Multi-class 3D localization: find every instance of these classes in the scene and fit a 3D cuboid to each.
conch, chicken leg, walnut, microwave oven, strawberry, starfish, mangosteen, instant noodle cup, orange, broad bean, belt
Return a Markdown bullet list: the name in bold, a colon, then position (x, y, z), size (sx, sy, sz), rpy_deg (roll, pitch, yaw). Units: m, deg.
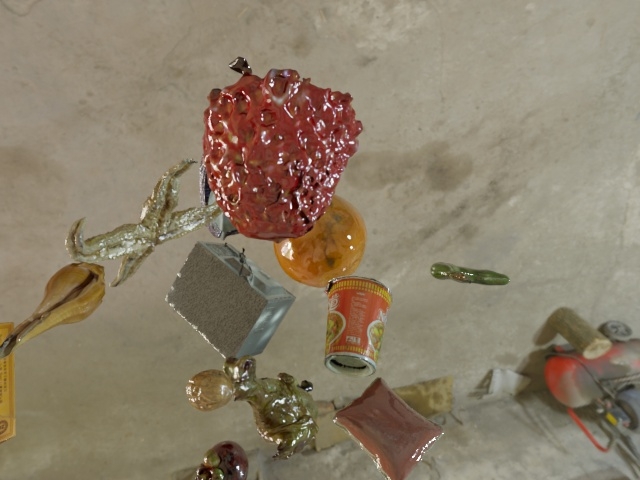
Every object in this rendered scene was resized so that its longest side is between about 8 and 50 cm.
- **conch**: position (-0.468, 0.121, 0.748), size (0.109, 0.330, 0.093), rpy_deg (7, 115, -8)
- **chicken leg**: position (-0.119, 0.421, 0.999), size (0.140, 0.211, 0.361), rpy_deg (-28, 145, 14)
- **walnut**: position (-0.223, 0.305, 0.828), size (0.096, 0.082, 0.079), rpy_deg (4, 147, 13)
- **microwave oven**: position (-0.380, 0.241, 1.741), size (0.374, 0.432, 0.236), rpy_deg (-59, 158, 9)
- **strawberry**: position (-0.052, -0.092, 0.535), size (0.234, 0.178, 0.234), rpy_deg (-1, 158, 0)
- **starfish**: position (-0.408, -0.065, 1.037), size (0.432, 0.082, 0.324), rpy_deg (-40, 161, -24)
- **mangosteen**: position (-0.347, 0.801, 1.421), size (0.200, 0.200, 0.200), rpy_deg (-6, 121, -11)
- **instant noodle cup**: position (0.087, 0.228, 1.055), size (0.193, 0.212, 0.193), rpy_deg (8, 142, 7)
- **orange**: position (0.000, 0.000, 1.306), size (0.312, 0.312, 0.312), rpy_deg (-6, 121, -11)
- **broad bean**: position (0.371, 0.090, 1.044), size (0.292, 0.144, 0.049), rpy_deg (9, 94, -47)
- **belt**: position (-0.340, -0.165, 1.417), size (0.122, 0.260, 0.325), rpy_deg (-9, 130, -30)

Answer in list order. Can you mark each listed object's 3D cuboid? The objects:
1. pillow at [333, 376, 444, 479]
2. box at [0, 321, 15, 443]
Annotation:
- **pillow**: position (0.137, 0.386, 0.840), size (0.171, 0.179, 0.075), rpy_deg (-24, 138, -40)
- **box**: position (-0.819, 0.335, 0.960), size (0.174, 0.076, 0.274), rpy_deg (-5, 85, 15)
